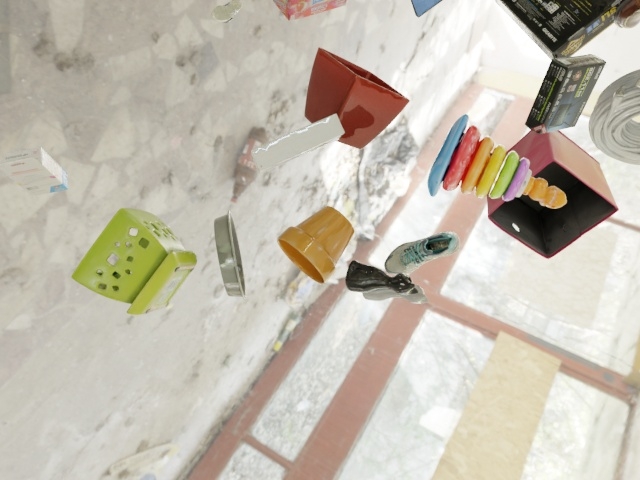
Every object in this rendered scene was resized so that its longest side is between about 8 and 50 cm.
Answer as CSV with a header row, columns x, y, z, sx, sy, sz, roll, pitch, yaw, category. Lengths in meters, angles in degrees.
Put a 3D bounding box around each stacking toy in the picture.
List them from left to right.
x,y,z,sx,sy,sz,roll,pitch,yaw,category
0.416,-0.150,1.118,0.166,0.301,0.175,-61,166,-20,stacking toy

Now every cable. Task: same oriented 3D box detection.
x,y,z,sx,sy,sz,roll,pitch,yaw,category
0.755,-0.277,1.109,0.257,0.257,0.089,95,11,-66,cable

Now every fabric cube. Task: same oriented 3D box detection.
x,y,z,sx,sy,sz,roll,pitch,yaw,category
0.679,-0.155,1.477,0.259,0.254,0.258,-49,-165,39,fabric cube

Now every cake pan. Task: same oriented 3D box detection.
x,y,z,sx,sy,sz,roll,pitch,yaw,category
-0.289,0.051,1.562,0.293,0.054,0.293,169,-90,-84,cake pan

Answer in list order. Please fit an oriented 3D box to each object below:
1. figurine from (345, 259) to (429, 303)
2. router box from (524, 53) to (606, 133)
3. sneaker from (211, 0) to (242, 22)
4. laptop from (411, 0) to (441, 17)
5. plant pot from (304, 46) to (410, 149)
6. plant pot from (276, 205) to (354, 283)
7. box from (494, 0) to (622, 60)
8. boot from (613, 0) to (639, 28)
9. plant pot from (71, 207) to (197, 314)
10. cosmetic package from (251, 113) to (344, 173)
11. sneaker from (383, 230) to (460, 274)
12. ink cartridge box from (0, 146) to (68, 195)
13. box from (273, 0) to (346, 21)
x,y,z,sx,sy,sz,roll,pitch,yaw,category
0.211,0.140,1.467,0.215,0.209,0.092,35,68,-57,figurine
0.412,-0.246,0.824,0.092,0.038,0.122,-16,137,-23,router box
-0.347,-0.796,1.722,0.058,0.084,0.152,49,50,-21,sneaker
0.327,-0.757,0.990,0.382,0.236,0.408,-41,179,-18,laptop
0.098,-0.476,1.704,0.267,0.267,0.236,8,121,-40,plant pot
0.000,0.000,1.527,0.188,0.205,0.205,-47,154,-15,plant pot
0.656,-0.675,1.322,0.257,0.322,0.079,-38,149,21,box
0.821,-0.511,1.073,0.096,0.280,0.264,-52,160,-4,boot
-0.478,0.066,1.318,0.227,0.207,0.228,-53,177,1,plant pot
-0.062,-0.251,1.271,0.239,0.060,0.099,-25,-173,-7,cosmetic package
0.348,0.035,1.712,0.283,0.110,0.122,-26,167,12,sneaker
-0.794,-0.197,1.346,0.181,0.104,0.062,90,-13,-69,ink cartridge box
-0.032,-0.918,1.779,0.256,0.128,0.123,-26,159,-21,box
